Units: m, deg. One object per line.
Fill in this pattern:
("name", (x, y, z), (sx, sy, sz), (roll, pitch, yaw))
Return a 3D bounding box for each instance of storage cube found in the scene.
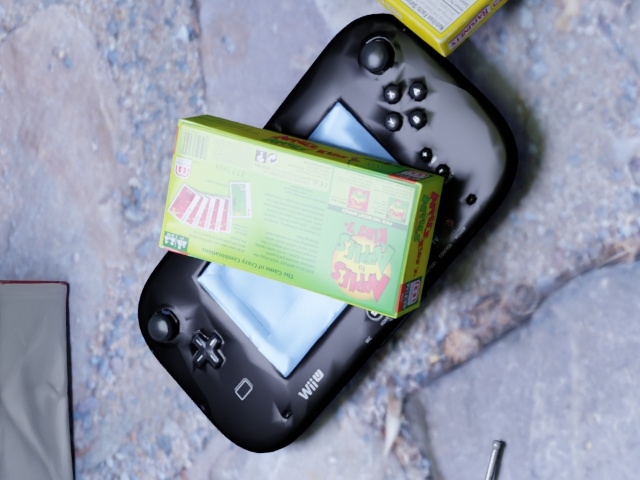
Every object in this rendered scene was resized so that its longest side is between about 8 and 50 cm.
("storage cube", (-0.327, 0.125, 1.336), (0.193, 0.215, 0.183), (-4, 86, 29))

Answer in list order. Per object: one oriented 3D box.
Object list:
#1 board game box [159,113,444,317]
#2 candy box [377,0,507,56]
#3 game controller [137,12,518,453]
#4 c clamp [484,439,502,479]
("board game box", (-0.015, -0.019, 1.146), (0.181, 0.043, 0.092), (16, 106, 22))
("candy box", (0.052, -0.220, 1.159), (0.105, 0.027, 0.206), (-43, 62, -4))
("game controller", (0.000, 0.000, 1.192), (0.319, 0.067, 0.166), (-51, 62, 24))
("c clamp", (0.155, 0.223, 1.103), (0.161, 0.022, 0.137), (23, 102, 34))
